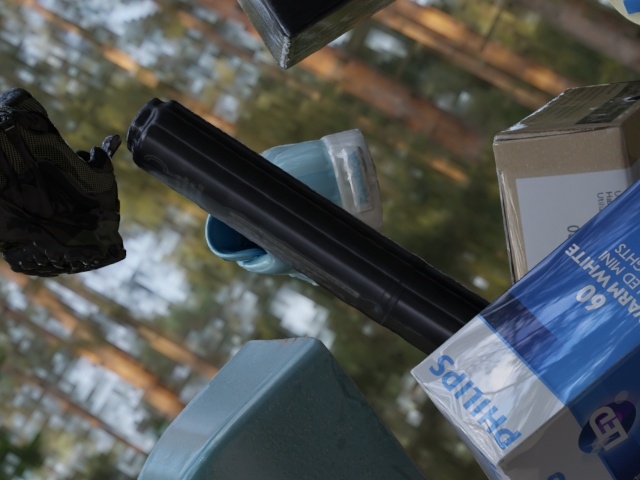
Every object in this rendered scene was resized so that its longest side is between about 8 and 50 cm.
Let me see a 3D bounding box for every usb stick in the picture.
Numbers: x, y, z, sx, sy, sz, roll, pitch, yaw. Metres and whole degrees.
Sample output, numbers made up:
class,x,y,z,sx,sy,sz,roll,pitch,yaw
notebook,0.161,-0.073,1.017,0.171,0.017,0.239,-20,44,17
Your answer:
class,x,y,z,sx,sy,sz,roll,pitch,yaw
usb stick,0.000,0.000,1.194,0.045,0.278,0.077,-57,-3,-15

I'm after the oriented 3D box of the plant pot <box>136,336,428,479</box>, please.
class,x,y,z,sx,sy,sz,roll,pitch,yaw
plant pot,-0.059,0.277,1.974,0.252,0.247,0.248,-41,9,-17

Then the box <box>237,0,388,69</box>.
class,x,y,z,sx,sy,sz,roll,pitch,yaw
box,0.070,-0.299,1.399,0.343,0.179,0.312,-32,3,0

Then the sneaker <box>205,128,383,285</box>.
class,x,y,z,sx,sy,sz,roll,pitch,yaw
sneaker,-0.039,-0.027,1.772,0.366,0.150,0.135,113,146,-77

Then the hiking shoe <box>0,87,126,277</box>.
class,x,y,z,sx,sy,sz,roll,pitch,yaw
hiking shoe,-0.227,-0.046,1.227,0.227,0.086,0.114,16,-114,-44

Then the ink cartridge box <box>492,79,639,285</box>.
class,x,y,z,sx,sy,sz,roll,pitch,yaw
ink cartridge box,0.193,0.024,1.234,0.193,0.088,0.235,-36,-61,-66

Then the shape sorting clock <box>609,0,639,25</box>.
class,x,y,z,sx,sy,sz,roll,pitch,yaw
shape sorting clock,0.411,-0.332,2.117,0.206,0.206,0.040,-60,-34,-4

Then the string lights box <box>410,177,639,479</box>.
class,x,y,z,sx,sy,sz,roll,pitch,yaw
string lights box,0.183,0.032,0.908,0.259,0.077,0.133,-39,-41,-4
